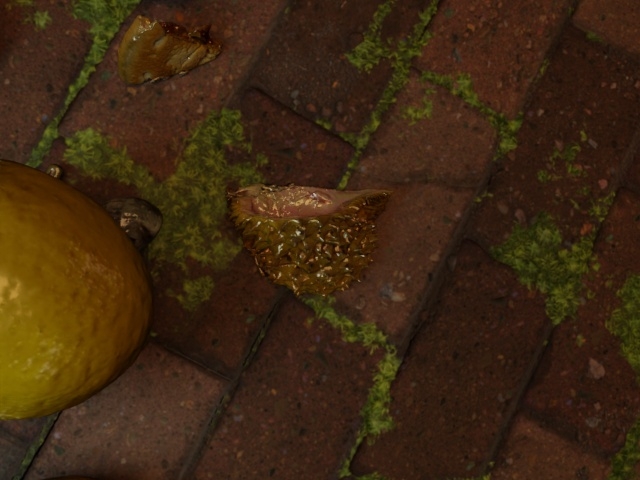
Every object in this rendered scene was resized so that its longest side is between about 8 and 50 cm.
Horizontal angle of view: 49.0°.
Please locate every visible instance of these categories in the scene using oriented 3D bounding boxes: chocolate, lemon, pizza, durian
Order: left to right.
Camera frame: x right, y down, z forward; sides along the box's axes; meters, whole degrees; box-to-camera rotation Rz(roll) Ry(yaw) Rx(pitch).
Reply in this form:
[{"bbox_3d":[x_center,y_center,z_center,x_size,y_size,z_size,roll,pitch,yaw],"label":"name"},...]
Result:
[{"bbox_3d":[-0.402,0.091,0.990,0.364,0.364,0.364,1,85,-10],"label":"lemon"},{"bbox_3d":[-0.388,-0.001,1.196,0.248,0.110,0.110,-22,90,-11],"label":"chocolate"},{"bbox_3d":[-0.264,-0.352,1.250,0.194,0.154,0.069,-15,66,-36],"label":"pizza"},{"bbox_3d":[-0.011,0.010,1.266,0.305,0.185,0.195,-2,109,-18],"label":"durian"}]

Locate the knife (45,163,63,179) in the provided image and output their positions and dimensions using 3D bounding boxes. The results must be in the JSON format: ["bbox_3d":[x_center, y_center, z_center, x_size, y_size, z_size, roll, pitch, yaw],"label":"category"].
[{"bbox_3d":[-0.531,-0.002,1.214,0.047,0.017,0.297,25,85,-5],"label":"knife"}]

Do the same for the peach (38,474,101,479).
[{"bbox_3d":[-0.399,0.502,1.068,0.308,0.289,0.288,-6,87,-4],"label":"peach"}]
